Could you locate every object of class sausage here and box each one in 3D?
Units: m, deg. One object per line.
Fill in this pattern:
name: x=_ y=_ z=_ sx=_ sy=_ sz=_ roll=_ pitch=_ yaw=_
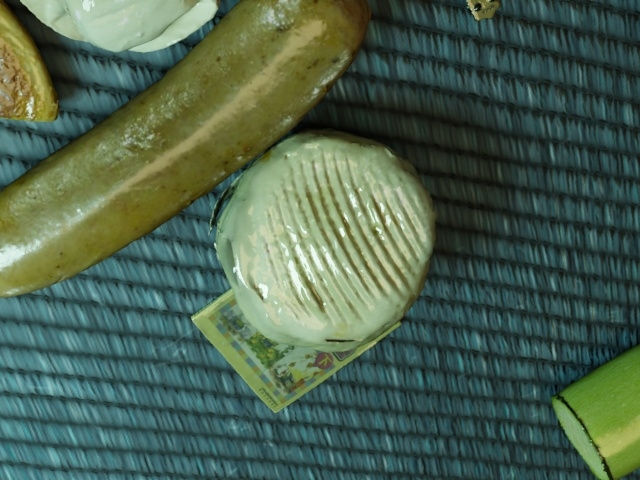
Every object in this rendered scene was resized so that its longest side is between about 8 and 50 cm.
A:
sausage: x=-0.158 y=-0.094 z=0.984 sx=0.500 sy=0.123 sz=0.136 roll=-36 pitch=146 yaw=6

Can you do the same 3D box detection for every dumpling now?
dumpling: x=-0.184 y=-0.234 z=0.935 sx=0.199 sy=0.118 sz=0.136 roll=-6 pitch=138 yaw=0

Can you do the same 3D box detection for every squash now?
squash: x=0.426 y=0.190 z=1.226 sx=0.247 sy=0.132 sz=0.132 roll=-29 pitch=115 yaw=0

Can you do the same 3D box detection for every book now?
book: x=-0.027 y=0.094 z=1.156 sx=0.192 sy=0.013 sz=0.168 roll=-36 pitch=114 yaw=4

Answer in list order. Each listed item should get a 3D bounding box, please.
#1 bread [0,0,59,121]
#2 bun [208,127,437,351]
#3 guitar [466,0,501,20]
bread: x=-0.332 y=-0.186 z=0.952 sx=0.154 sy=0.054 sz=0.136 roll=-1 pitch=114 yaw=-17
bun: x=0.000 y=0.000 z=1.043 sx=0.239 sy=0.141 sz=0.239 roll=0 pitch=89 yaw=-9
guitar: x=0.106 y=-0.339 z=0.983 sx=0.084 sy=0.038 sz=0.271 roll=-33 pitch=112 yaw=4
